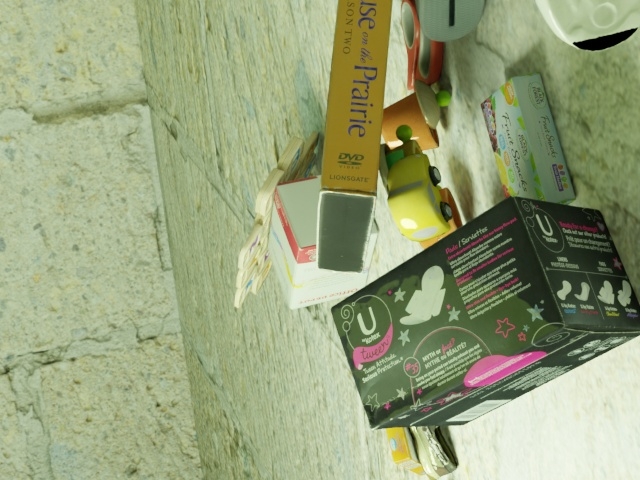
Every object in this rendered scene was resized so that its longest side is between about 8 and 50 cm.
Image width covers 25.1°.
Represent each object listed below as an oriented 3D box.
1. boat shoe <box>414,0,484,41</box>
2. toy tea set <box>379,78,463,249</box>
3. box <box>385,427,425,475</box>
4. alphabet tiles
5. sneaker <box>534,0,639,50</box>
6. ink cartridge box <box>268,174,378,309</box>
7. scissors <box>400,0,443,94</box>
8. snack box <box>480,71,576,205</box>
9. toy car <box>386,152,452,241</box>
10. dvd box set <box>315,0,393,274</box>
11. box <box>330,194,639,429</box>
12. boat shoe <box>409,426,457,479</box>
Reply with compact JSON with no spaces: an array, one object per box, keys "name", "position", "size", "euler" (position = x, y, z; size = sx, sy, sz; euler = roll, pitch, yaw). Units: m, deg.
[{"name":"boat shoe","position":[0.127,-0.344,1.519],"size":[0.302,0.109,0.094],"euler":[93,161,-52]},{"name":"toy tea set","position":[0.161,-0.037,1.703],"size":[0.200,0.124,0.336],"euler":[4,-112,-75]},{"name":"box","position":[0.128,0.288,2.054],"size":[0.136,0.028,0.081],"euler":[42,-149,-62]},{"name":"alphabet tiles","position":[-0.074,-0.036,2.299],"size":[0.284,0.021,0.278],"euler":[99,-163,-56]},{"name":"sneaker","position":[0.202,-0.345,1.247],"size":[0.236,0.130,0.322],"euler":[-114,11,-67]},{"name":"ink cartridge box","position":[0.000,0.000,2.206],"size":[0.176,0.128,0.127],"euler":[101,152,-55]},{"name":"scissors","position":[0.123,-0.174,1.826],"size":[0.109,0.021,0.297],"euler":[-123,27,-48]},{"name":"snack box","position":[0.218,-0.095,1.518],"size":[0.100,0.037,0.141],"euler":[140,116,-72]},{"name":"toy car","position":[0.117,0.050,1.587],"size":[0.239,0.053,0.225],"euler":[41,109,18]},{"name":"dvd box set","position":[0.043,-0.202,1.587],"size":[0.307,0.062,0.420],"euler":[94,-179,-73]},{"name":"box","position":[0.164,0.075,1.417],"size":[0.247,0.163,0.142],"euler":[-33,66,35]},{"name":"boat shoe","position":[0.152,0.259,2.023],"size":[0.152,0.049,0.056],"euler":[70,-164,1]}]
